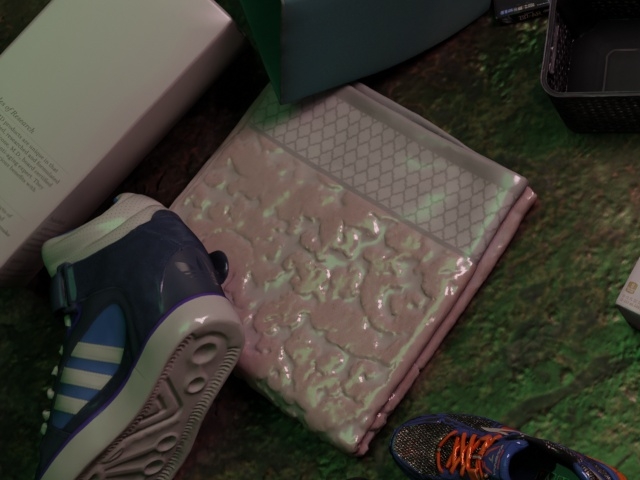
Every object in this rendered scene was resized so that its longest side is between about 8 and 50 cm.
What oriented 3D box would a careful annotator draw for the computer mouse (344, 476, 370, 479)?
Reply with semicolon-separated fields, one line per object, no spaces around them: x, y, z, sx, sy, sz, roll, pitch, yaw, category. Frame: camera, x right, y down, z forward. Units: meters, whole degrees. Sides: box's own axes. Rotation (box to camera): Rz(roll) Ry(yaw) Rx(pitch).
-0.058;0.264;1.460;0.242;0.041;0.071;-9;36;16;computer mouse

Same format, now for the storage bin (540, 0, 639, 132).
0.306;-0.172;1.443;0.180;0.084;0.122;1;70;25;storage bin

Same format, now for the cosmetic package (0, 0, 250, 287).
-0.252;-0.129;1.590;0.155;0.197;0.365;42;90;3;cosmetic package

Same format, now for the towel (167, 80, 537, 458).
0.000;0.000;1.529;0.332;0.053;0.317;33;86;32;towel

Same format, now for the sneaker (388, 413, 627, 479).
0.159;0.193;1.358;0.221;0.087;0.083;9;73;27;sneaker

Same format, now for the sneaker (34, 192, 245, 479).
-0.215;0.109;1.520;0.323;0.130;0.236;-55;50;22;sneaker

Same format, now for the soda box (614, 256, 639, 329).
0.365;0.075;1.325;0.216;0.069;0.074;26;81;31;soda box

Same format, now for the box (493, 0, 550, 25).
0.214;-0.256;1.555;0.083;0.018;0.067;-11;66;20;box

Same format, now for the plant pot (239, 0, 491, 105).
0.048;-0.269;1.532;0.234;0.165;0.165;-14;60;-10;plant pot
